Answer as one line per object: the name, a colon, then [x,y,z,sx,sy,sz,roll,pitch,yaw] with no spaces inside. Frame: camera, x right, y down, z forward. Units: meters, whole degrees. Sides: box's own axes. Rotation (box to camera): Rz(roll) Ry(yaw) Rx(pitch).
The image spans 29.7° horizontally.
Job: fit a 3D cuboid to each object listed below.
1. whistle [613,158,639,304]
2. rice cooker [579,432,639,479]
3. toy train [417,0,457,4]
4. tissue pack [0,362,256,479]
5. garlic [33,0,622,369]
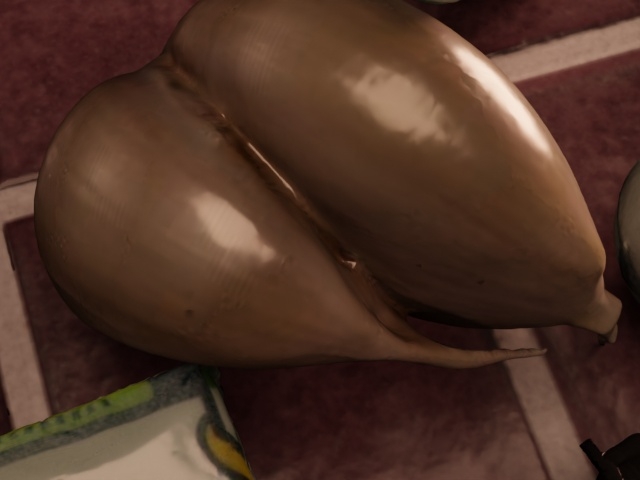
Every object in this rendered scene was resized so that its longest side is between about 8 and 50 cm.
whistle: [0.260,0.027,0.722,0.164,0.163,0.289,-4,65,-3]
rice cooker: [0.196,0.198,0.644,0.118,0.142,0.203,-36,48,4]
toy train: [0.128,-0.217,0.780,0.086,0.088,0.407,27,25,12]
tissue pack: [-0.104,0.247,0.624,0.228,0.128,0.310,-21,68,-11]
garlic: [0.000,0.000,0.678,0.340,0.246,0.231,33,70,11]
